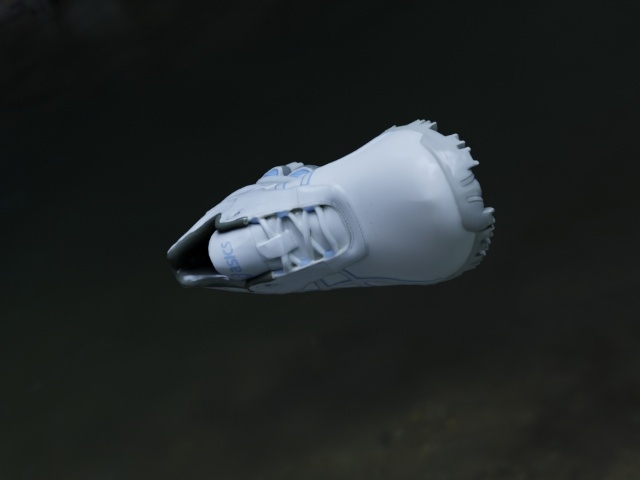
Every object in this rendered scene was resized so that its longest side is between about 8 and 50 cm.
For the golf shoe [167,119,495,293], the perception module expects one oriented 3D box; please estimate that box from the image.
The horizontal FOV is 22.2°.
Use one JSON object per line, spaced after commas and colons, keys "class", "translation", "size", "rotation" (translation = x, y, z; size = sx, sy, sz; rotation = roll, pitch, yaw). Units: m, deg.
{"class": "golf shoe", "translation": [0.000, 0.000, 0.677], "size": [0.086, 0.069, 0.176], "rotation": [-24, 4, -31]}
